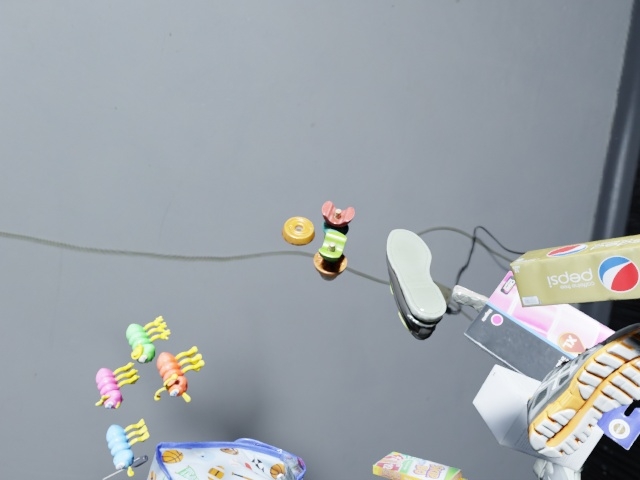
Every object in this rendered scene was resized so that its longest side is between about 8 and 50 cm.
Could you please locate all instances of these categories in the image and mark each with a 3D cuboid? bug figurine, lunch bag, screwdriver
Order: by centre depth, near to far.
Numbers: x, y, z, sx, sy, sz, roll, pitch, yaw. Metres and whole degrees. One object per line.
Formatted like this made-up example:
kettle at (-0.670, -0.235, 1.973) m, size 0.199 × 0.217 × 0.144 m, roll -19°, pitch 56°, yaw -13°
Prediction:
bug figurine at (-0.336, 0.275, 1.060) m, size 0.072 × 0.216 × 0.279 m, roll 18°, pitch 114°, yaw -49°
lunch bag at (-0.251, 0.686, 1.450) m, size 0.385 × 0.239 × 0.328 m, roll 10°, pitch 108°, yaw -30°
screwdriver at (-0.564, 0.653, 1.664) m, size 0.170 × 0.025 × 0.024 m, roll -26°, pitch 145°, yaw 18°

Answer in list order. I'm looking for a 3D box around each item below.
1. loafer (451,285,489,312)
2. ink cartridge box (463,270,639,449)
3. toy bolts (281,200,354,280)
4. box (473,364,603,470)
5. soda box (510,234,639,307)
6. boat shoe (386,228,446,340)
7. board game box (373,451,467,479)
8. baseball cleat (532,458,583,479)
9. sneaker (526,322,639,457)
loafer at (0.372, 0.142, 1.371) m, size 0.125 × 0.039 × 0.045 m, roll 24°, pitch 129°, yaw -1°
ink cartridge box at (0.496, 0.231, 1.179) m, size 0.176 × 0.371 × 0.069 m, roll -52°, pitch 150°, yaw -4°
toy bolts at (0.000, 0.000, 1.811) m, size 0.218 × 0.158 × 0.228 m, roll 20°, pitch 50°, yaw 10°
box at (0.388, 0.319, 1.047) m, size 0.170 × 0.130 × 0.091 m, roll 22°, pitch 104°, yaw -13°
soda box at (0.317, 0.033, 0.654) m, size 0.061 × 0.181 × 0.058 m, roll -22°, pitch 98°, yaw -46°
boat shoe at (0.155, 0.070, 1.005) m, size 0.081 × 0.228 × 0.069 m, roll 3°, pitch 129°, yaw -8°
board game box at (0.300, 0.700, 1.742) m, size 0.124 × 0.259 × 0.039 m, roll -4°, pitch 97°, yaw -53°
baseball cleat at (0.524, 0.556, 1.277) m, size 0.072 × 0.109 × 0.206 m, roll 29°, pitch 65°, yaw -30°
sneaker at (0.335, 0.175, 0.727) m, size 0.084 × 0.083 × 0.215 m, roll 37°, pitch 110°, yaw -9°
